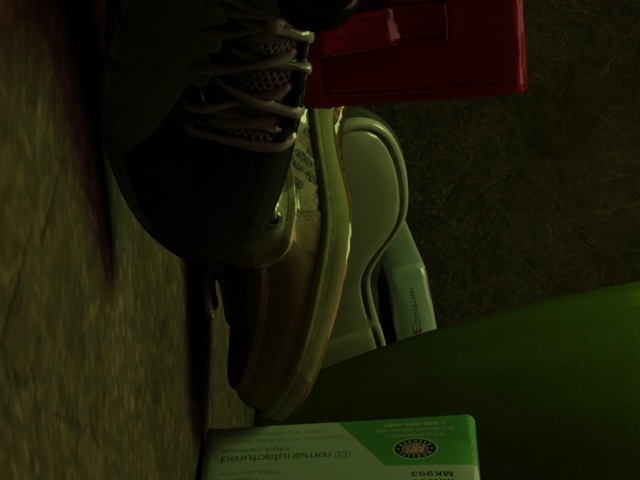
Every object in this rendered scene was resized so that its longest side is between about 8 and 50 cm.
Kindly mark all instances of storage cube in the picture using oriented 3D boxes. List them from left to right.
[{"bbox_3d":[-0.001,-0.182,0.818,0.215,0.184,0.193,-84,169,-66],"label":"storage cube"}]

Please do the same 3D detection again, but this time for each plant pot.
[{"bbox_3d":[0.106,0.170,1.255,0.275,0.294,0.274,-3,90,-86],"label":"plant pot"}]

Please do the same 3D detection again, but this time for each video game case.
[{"bbox_3d":[0.085,0.117,1.577,0.329,0.036,0.299,-101,180,-74],"label":"video game case"}]

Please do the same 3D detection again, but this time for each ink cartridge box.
[{"bbox_3d":[0.012,0.188,0.906,0.212,0.154,0.093,-86,171,-59],"label":"ink cartridge box"}]

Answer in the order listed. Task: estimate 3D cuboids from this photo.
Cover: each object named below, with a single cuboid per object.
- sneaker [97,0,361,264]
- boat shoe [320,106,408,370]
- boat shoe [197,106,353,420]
[{"bbox_3d":[-0.029,-0.078,0.669,0.132,0.086,0.228,-135,-137,-57],"label":"sneaker"},{"bbox_3d":[0.000,0.000,1.337,0.335,0.112,0.095,90,-18,-51],"label":"boat shoe"},{"bbox_3d":[-0.038,-0.038,1.004,0.104,0.089,0.285,137,-42,-61],"label":"boat shoe"}]
